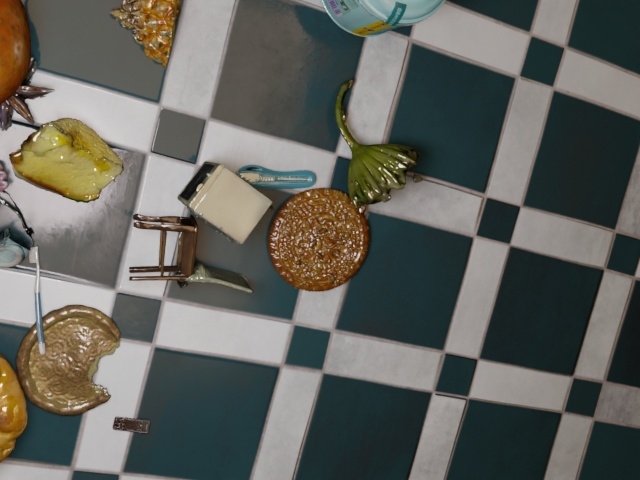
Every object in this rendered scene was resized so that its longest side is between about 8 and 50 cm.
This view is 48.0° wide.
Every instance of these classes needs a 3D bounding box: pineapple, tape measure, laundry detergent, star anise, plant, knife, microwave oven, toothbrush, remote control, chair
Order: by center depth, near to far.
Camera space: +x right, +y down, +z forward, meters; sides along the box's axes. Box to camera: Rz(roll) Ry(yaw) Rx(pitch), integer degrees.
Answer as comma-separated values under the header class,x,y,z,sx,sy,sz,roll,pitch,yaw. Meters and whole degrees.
class,x,y,z,sx,sy,sz,roll,pitch,yaw
star anise,-0.742,-0.352,1.725,0.181,0.061,0.204,23,86,-7
pineapple,-0.424,-0.569,1.760,0.164,0.140,0.249,14,97,-18
tape measure,-0.784,-0.028,1.779,0.107,0.104,0.179,-25,69,13
toothbrush,-0.715,0.152,1.813,0.025,0.019,0.275,-4,90,-10
microwave oven,-0.245,-0.094,1.831,0.194,0.240,0.145,40,84,-19
laundry detergent,0.172,-0.685,1.842,0.288,0.305,0.287,-3,99,-18
chair,-0.328,0.034,1.869,0.320,0.160,0.186,4,99,-16
remote control,-0.514,0.500,1.954,0.096,0.014,0.039,12,94,-18
knife,-0.118,-0.172,1.970,0.222,0.031,0.064,1,94,-18
plant,0.108,-0.239,2.009,0.333,0.180,0.251,45,71,9

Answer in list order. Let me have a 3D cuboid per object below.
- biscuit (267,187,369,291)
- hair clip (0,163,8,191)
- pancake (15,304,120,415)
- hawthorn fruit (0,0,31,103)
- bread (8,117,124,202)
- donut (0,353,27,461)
class,x,y,z,sx,sy,sz,roll,pitch,yaw
biscuit,0.000,0.000,2.030,0.306,0.038,0.305,-3,99,-17
hair clip,-0.858,-0.061,1.717,0.173,0.069,0.300,20,95,3
pancake,-0.644,0.317,1.875,0.288,0.033,0.286,-39,107,-9
hawthorn fruit,-0.823,-0.445,1.500,0.403,0.403,0.402,-3,99,-17
bread,-0.624,-0.215,1.747,0.174,0.132,0.252,-40,141,20
donut,-0.870,0.407,1.754,0.299,0.150,0.317,25,91,-19
